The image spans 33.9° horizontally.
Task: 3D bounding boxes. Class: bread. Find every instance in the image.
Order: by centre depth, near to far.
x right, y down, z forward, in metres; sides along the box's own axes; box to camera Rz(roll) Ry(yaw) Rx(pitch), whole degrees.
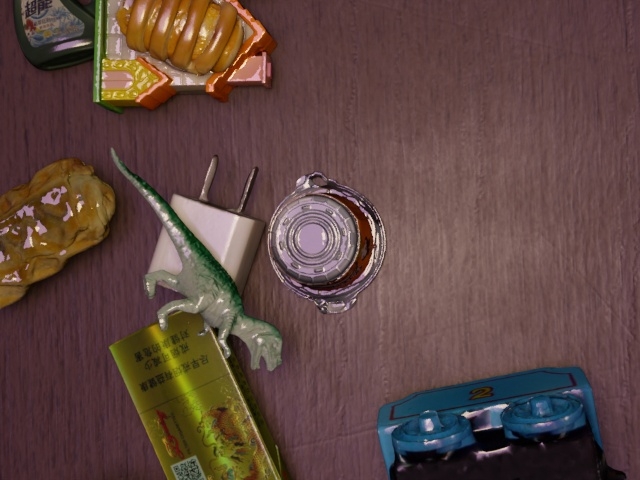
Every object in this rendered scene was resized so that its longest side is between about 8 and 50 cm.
[{"bbox_3d":[-0.194,-0.304,1.469,0.177,0.084,0.119,22,89,1],"label":"bread"},{"bbox_3d":[-0.428,-0.015,1.570,0.267,0.130,0.152,-34,74,6],"label":"bread"}]

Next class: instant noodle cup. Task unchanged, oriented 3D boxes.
[{"bbox_3d":[0.000,0.000,1.499,0.177,0.125,0.208,-27,84,7],"label":"instant noodle cup"}]

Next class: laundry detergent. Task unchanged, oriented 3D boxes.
[{"bbox_3d":[-0.406,-0.381,1.610,0.144,0.078,0.222,-14,83,7],"label":"laundry detergent"}]

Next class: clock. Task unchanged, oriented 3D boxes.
[{"bbox_3d":[-0.197,-0.306,1.555,0.255,0.106,0.220,0,88,9],"label":"clock"}]

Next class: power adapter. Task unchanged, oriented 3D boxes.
[{"bbox_3d":[-0.153,-0.020,1.524,0.130,0.125,0.205,20,92,9],"label":"power adapter"}]

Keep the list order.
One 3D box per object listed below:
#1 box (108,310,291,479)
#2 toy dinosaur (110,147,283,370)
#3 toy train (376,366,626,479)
[{"bbox_3d":[-0.175,0.260,1.536,0.173,0.043,0.311,-27,86,20],"label":"box"},{"bbox_3d":[-0.204,0.046,1.420,0.129,0.076,0.383,-40,92,-27],"label":"toy dinosaur"},{"bbox_3d":[0.234,0.280,1.380,0.300,0.265,0.188,-12,97,7],"label":"toy train"}]
